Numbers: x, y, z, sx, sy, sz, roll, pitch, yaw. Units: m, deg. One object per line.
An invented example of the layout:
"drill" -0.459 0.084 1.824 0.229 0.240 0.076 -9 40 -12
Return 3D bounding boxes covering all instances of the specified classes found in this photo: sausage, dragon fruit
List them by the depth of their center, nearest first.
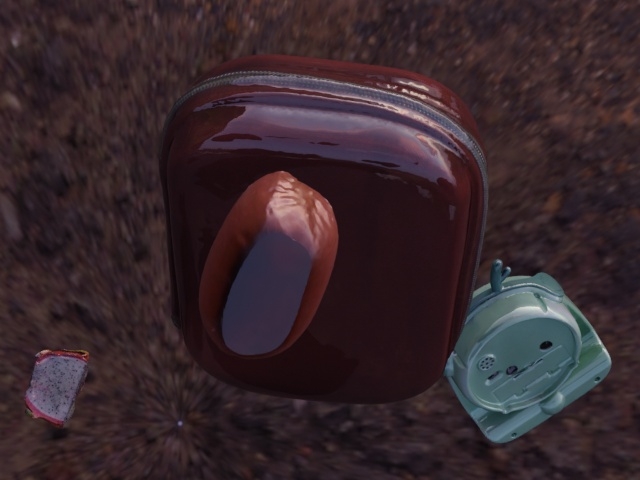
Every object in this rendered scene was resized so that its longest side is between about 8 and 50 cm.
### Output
"sausage" -0.025 0.013 0.862 0.059 0.054 0.094 15 119 -13
"dragon fruit" -0.276 0.149 1.862 0.056 0.060 0.083 16 87 -2

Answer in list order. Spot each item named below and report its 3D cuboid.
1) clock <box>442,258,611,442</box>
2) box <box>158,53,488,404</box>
"clock" 0.193 0.107 1.840 0.159 0.066 0.211 -36 131 6
"box" 0.000 0.000 1.464 0.263 0.404 0.108 7 56 2
